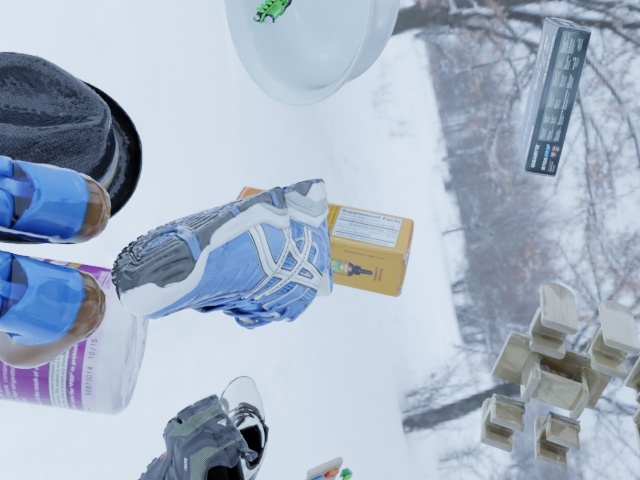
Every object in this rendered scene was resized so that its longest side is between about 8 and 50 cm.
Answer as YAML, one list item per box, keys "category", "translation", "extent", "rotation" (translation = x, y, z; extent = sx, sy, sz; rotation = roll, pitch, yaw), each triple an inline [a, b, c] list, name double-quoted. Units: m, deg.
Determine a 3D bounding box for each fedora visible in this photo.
- category: "fedora"
  translation: [-0.410, -0.155, 1.075]
  extent: [0.152, 0.334, 0.334]
  rotation: [124, -37, -59]

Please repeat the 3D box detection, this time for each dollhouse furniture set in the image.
- category: "dollhouse furniture set"
  translation: [0.353, 0.172, 1.020]
  extent: [0.161, 0.242, 0.212]
  rotation: [-66, 173, -59]

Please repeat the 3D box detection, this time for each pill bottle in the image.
- category: "pill bottle"
  translation: [-0.360, 0.098, 0.895]
  extent: [0.169, 0.301, 0.169]
  rotation: [-171, -90, -86]

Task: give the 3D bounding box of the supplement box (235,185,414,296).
- category: "supplement box"
  translation: [0.000, 0.000, 1.003]
  extent: [0.080, 0.233, 0.078]
  rotation: [-66, 166, -47]

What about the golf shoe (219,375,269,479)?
- category: "golf shoe"
  translation: [-0.100, 0.263, 1.093]
  extent: [0.077, 0.094, 0.198]
  rotation: [24, 39, -21]

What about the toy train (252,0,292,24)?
- category: "toy train"
  translation: [-0.051, -0.256, 0.856]
  extent: [0.017, 0.023, 0.083]
  rotation: [-61, -178, 39]

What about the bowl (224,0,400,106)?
- category: "bowl"
  translation: [0.008, -0.331, 1.022]
  extent: [0.134, 0.298, 0.298]
  rotation: [-15, 95, -38]

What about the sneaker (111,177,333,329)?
- category: "sneaker"
  translation: [-0.038, 0.014, 0.457]
  extent: [0.211, 0.080, 0.081]
  rotation: [-23, 99, -64]

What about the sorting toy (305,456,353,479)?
- category: "sorting toy"
  translation: [0.012, 0.309, 1.018]
  extent: [0.012, 0.083, 0.062]
  rotation: [47, -43, 37]

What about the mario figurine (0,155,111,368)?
- category: "mario figurine"
  translation: [-0.271, -0.023, 0.392]
  extent: [0.320, 0.170, 0.198]
  rotation: [27, 21, -54]

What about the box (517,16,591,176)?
- category: "box"
  translation: [0.356, -0.225, 1.205]
  extent: [0.175, 0.051, 0.220]
  rotation: [-64, 163, -68]

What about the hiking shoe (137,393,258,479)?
- category: "hiking shoe"
  translation: [-0.145, 0.289, 0.905]
  extent: [0.114, 0.086, 0.227]
  rotation: [44, -51, 27]
